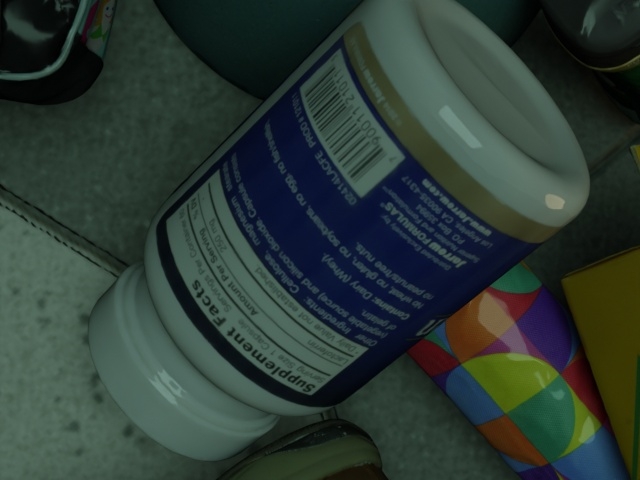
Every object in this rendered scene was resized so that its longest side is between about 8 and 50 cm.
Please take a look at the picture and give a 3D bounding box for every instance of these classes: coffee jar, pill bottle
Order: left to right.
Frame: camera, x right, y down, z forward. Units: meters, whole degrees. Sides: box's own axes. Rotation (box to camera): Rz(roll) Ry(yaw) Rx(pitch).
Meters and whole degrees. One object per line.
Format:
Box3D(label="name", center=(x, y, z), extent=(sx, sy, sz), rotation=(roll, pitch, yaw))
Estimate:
Box3D(label="pill bottle", center=(0.000, 0.000, 0.645), extent=(0.153, 0.153, 0.264), rotation=(46, 117, -6))
Box3D(label="coffee jar", center=(0.194, -0.134, 0.712), extent=(0.096, 0.184, 0.079), rotation=(-39, 68, 15))

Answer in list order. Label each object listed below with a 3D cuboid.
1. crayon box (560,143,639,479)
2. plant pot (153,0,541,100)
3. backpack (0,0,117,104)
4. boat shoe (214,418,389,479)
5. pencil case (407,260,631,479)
Box3D(label="crayon box", center=(0.268, 0.099, 0.713), extent=(0.203, 0.083, 0.323), rotation=(-9, 77, -40))
Box3D(label="plant pot", center=(0.033, -0.226, 0.688), extent=(0.290, 0.195, 0.290), rotation=(0, 88, -10))
Box3D(label="backpack", center=(-0.207, -0.209, 0.644), extent=(0.225, 0.191, 0.254), rotation=(8, 94, -3))
Box3D(label="boat shoe", center=(-0.080, 0.217, 0.643), extent=(0.324, 0.123, 0.120), rotation=(-27, 62, -20))
Box3D(label="pencil case", center=(0.136, 0.084, 0.745), extent=(0.104, 0.104, 0.236), rotation=(-40, 96, -9))
